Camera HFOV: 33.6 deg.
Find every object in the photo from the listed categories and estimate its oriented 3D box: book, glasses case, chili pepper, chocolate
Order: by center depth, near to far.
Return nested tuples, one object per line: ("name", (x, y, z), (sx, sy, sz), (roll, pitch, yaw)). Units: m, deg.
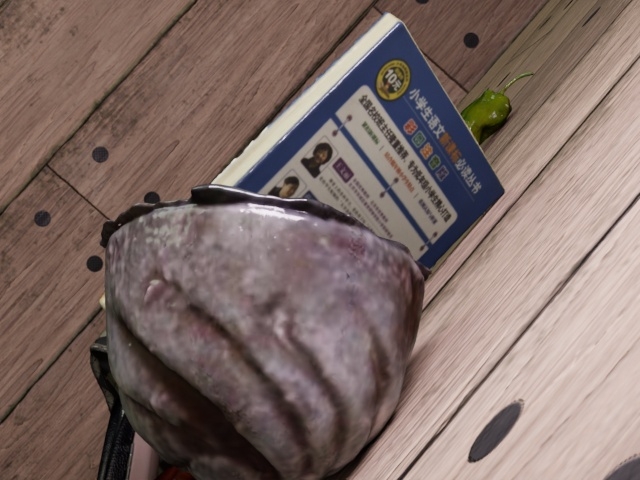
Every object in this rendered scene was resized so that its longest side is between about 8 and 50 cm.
("chocolate", (-0.062, 0.110, 0.919), (0.303, 0.303, 0.213), (136, 142, -61))
("book", (0.000, 0.000, 1.165), (0.428, 0.300, 0.039), (-45, 41, -7))
("glasses case", (-0.248, 0.329, 1.335), (0.122, 0.075, 0.314), (127, 151, -76))
("chili pepper", (0.279, -0.205, 1.794), (0.204, 0.073, 0.072), (-52, -28, -22))

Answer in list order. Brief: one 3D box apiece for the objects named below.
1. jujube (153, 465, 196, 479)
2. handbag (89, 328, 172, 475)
("jujube", (-0.117, 0.264, 1.006), (0.176, 0.112, 0.109), (-45, 0, -30))
("handbag", (-0.163, 0.165, 1.689), (0.416, 0.180, 0.317), (-53, -36, -44))
